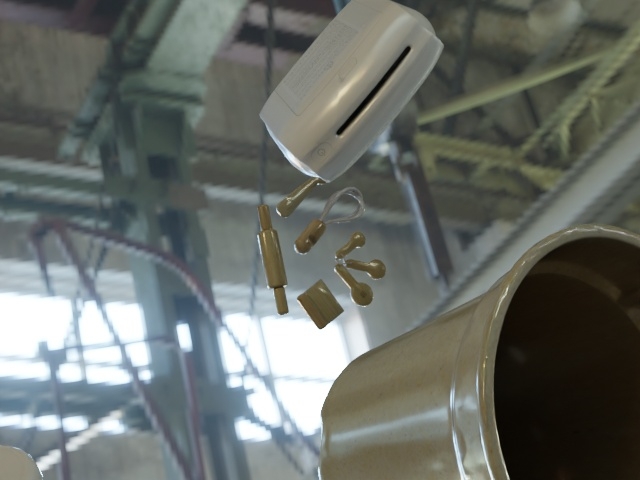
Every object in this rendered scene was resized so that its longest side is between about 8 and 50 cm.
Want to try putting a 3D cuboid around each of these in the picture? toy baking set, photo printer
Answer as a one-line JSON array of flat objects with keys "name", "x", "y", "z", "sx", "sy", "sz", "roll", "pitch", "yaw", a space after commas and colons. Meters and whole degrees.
[{"name": "toy baking set", "x": -0.005, "y": 0.002, "z": 2.281, "sx": 0.197, "sy": 0.256, "sz": 0.030, "roll": -10, "pitch": -9, "yaw": -33}, {"name": "photo printer", "x": 0.039, "y": -0.207, "z": 2.071, "sx": 0.107, "sy": 0.307, "sz": 0.256, "roll": 39, "pitch": -86, "yaw": -14}]

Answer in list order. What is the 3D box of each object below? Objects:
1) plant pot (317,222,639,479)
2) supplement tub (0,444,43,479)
[{"name": "plant pot", "x": 0.168, "y": 0.180, "z": 1.434, "sx": 0.334, "sy": 0.334, "sz": 0.305, "roll": 13, "pitch": -20, "yaw": -36}, {"name": "supplement tub", "x": -0.336, "y": 0.325, "z": 1.589, "sx": 0.144, "sy": 0.144, "sz": 0.200, "roll": -11, "pitch": -63, "yaw": -4}]
